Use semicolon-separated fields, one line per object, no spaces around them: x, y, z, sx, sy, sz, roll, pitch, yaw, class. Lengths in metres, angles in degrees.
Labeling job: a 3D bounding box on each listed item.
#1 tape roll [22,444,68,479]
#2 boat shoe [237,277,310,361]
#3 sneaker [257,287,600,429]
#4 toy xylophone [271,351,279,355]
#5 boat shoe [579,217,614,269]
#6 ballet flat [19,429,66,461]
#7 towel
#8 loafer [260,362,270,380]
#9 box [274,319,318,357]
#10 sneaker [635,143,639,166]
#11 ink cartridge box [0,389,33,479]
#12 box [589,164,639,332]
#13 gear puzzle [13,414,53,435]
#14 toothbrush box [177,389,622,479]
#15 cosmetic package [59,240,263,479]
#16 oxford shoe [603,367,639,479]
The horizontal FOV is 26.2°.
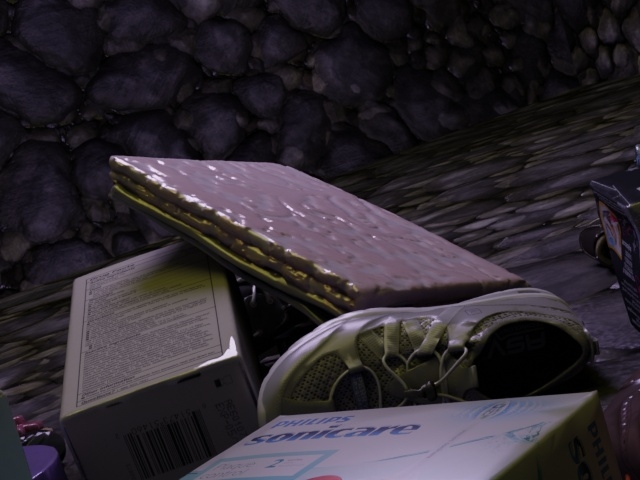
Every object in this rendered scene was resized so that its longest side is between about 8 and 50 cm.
-0.282;0.233;1.074;0.189;0.080;0.189;-17;8;3;tape roll
-0.073;0.078;1.500;0.233;0.079;0.084;-36;43;-23;boat shoe
0.085;0.099;1.083;0.281;0.105;0.115;-19;7;-11;sneaker
-0.059;0.080;1.652;0.322;0.081;0.236;-18;8;5;toy xylophone
0.309;0.003;1.440;0.049;0.056;0.152;-15;6;-19;boat shoe
-0.329;0.231;1.346;0.173;0.057;0.049;-14;-22;-32;ballet flat
0.000;0.000;1.359;0.331;0.053;0.317;29;17;32;towel
-0.112;0.145;1.363;0.148;0.056;0.050;-16;32;19;loafer
0.008;0.108;1.401;0.083;0.052;0.062;-11;10;36;box
0.401;-0.066;1.458;0.104;0.125;0.262;-20;8;-14;sneaker
-0.259;0.199;0.773;0.121;0.211;0.289;-22;9;-39;ink cartridge box
0.363;-0.010;1.088;0.247;0.142;0.163;-19;9;3;box
-0.443;0.229;1.414;0.175;0.044;0.339;-14;-1;27;gear puzzle
-0.013;0.184;0.626;0.216;0.126;0.295;-10;9;42;toothbrush box
-0.139;0.111;1.238;0.160;0.113;0.309;-19;20;0;cosmetic package
0.196;0.129;0.752;0.098;0.097;0.271;-36;-2;17;oxford shoe
